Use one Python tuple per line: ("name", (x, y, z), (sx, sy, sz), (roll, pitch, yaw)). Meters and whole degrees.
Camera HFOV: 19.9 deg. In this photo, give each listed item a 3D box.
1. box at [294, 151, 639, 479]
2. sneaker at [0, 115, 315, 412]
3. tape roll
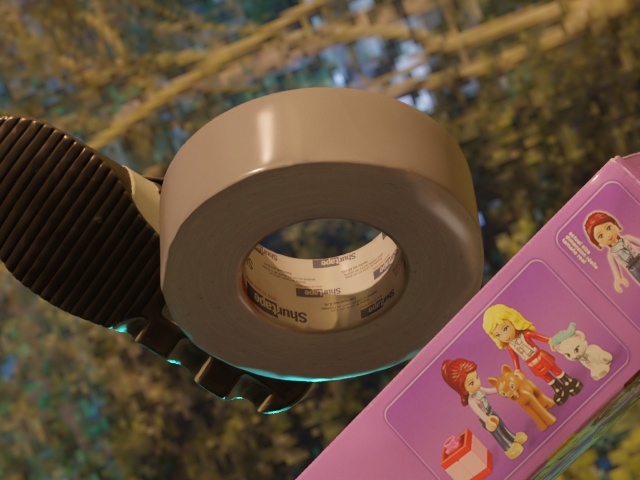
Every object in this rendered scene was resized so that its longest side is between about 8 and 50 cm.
("box", (0.053, 0.082, 0.679), (0.057, 0.293, 0.201), (47, -158, 12))
("sneaker", (-0.145, 0.012, 1.496), (0.330, 0.122, 0.146), (39, -167, -8))
("tape roll", (0.000, 0.000, 1.245), (0.219, 0.219, 0.072), (69, -170, -45))
